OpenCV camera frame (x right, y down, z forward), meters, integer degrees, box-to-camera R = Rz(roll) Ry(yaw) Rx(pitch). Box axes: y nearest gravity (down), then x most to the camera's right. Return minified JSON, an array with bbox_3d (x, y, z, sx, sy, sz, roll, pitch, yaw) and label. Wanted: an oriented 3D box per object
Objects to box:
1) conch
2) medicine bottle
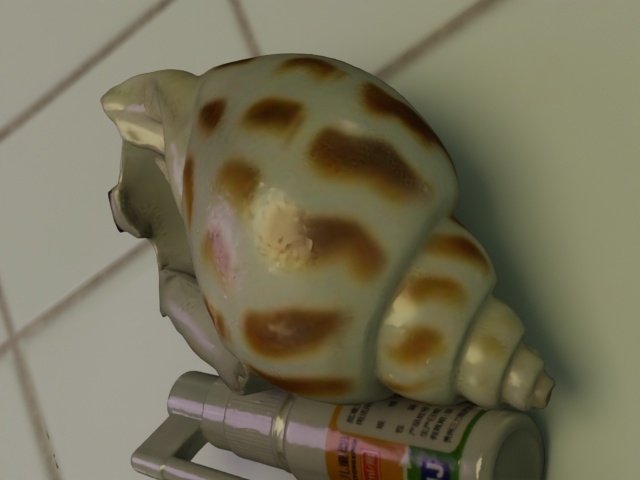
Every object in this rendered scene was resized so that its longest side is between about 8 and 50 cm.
[{"bbox_3d":[0.001,0.000,0.952,0.275,0.148,0.183,57,160,34],"label":"conch"},{"bbox_3d":[0.003,0.113,0.978,0.220,0.092,0.061,8,133,38],"label":"medicine bottle"}]
